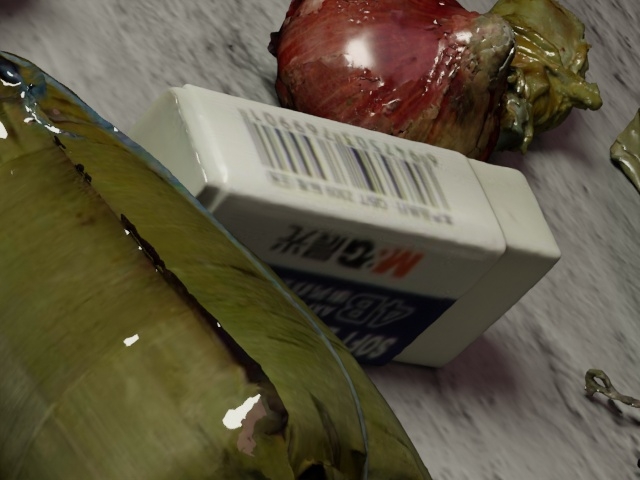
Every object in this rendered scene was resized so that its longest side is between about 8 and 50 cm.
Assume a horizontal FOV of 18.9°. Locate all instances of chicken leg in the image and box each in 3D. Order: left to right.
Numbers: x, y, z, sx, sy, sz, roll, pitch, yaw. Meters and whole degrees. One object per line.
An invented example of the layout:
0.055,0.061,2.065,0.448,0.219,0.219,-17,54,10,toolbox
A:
0.159,-0.119,1.474,0.103,0.088,0.228,50,26,-20,chicken leg

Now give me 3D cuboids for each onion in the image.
0.062,-0.116,1.300,0.184,0.147,0.184,37,37,-34,onion

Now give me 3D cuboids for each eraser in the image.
0.000,0.000,1.100,0.279,0.124,0.081,11,44,-41,eraser

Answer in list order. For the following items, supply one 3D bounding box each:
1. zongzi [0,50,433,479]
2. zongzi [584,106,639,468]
-0.061,0.065,0.950,0.323,0.160,0.360,53,14,31,zongzi
0.402,0.069,1.438,0.418,0.181,0.447,34,34,-16,zongzi
